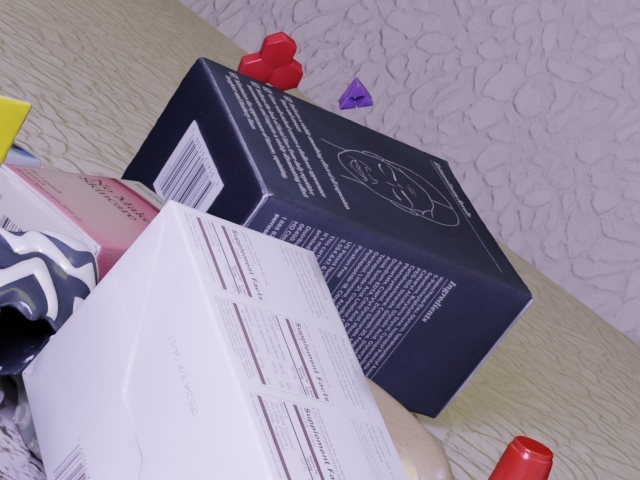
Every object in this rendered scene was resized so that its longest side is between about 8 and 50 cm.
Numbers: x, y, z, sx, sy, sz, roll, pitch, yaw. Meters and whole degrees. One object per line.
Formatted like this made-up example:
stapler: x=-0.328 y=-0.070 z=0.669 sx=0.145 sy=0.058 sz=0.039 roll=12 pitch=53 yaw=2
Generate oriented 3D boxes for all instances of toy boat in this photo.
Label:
toy boat: x=0.073 y=0.234 z=1.370 sx=0.318 sy=0.148 sz=0.267 roll=17 pitch=14 yaw=-26

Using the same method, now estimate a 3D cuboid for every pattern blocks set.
pattern blocks set: x=-0.073 y=-0.106 z=1.846 sx=0.285 sy=0.325 sz=0.026 roll=29 pitch=32 yaw=-37

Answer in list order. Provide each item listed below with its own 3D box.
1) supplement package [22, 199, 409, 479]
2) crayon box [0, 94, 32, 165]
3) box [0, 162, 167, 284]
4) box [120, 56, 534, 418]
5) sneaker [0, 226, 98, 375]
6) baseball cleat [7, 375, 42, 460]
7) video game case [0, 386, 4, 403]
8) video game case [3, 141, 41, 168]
supplement package: x=-0.077 y=0.146 z=1.031 sx=0.145 sy=0.204 sz=0.262 roll=21 pitch=33 yaw=-39
crayon box: x=-0.316 y=0.025 z=0.792 sx=0.081 sy=0.318 sz=0.202 roll=40 pitch=15 yaw=30
box: x=-0.226 y=0.020 z=1.435 sx=0.149 sy=0.127 sz=0.232 roll=37 pitch=14 yaw=23
box: x=0.000 y=0.000 z=1.721 sx=0.395 sy=0.212 sz=0.293 roll=20 pitch=27 yaw=-32
sneaker: x=-0.297 y=0.043 z=1.143 sx=0.235 sy=0.094 sz=0.153 roll=19 pitch=27 yaw=-13
baseball cleat: x=-0.213 y=0.123 z=1.219 sx=0.109 sy=0.072 sz=0.206 roll=25 pitch=17 yaw=-39
video game case: x=-0.388 y=0.055 z=1.163 sx=0.227 sy=0.026 sz=0.206 roll=18 pitch=19 yaw=-46
video game case: x=-0.508 y=-0.160 z=1.558 sx=0.329 sy=0.036 sz=0.300 roll=30 pitch=10 yaw=32
